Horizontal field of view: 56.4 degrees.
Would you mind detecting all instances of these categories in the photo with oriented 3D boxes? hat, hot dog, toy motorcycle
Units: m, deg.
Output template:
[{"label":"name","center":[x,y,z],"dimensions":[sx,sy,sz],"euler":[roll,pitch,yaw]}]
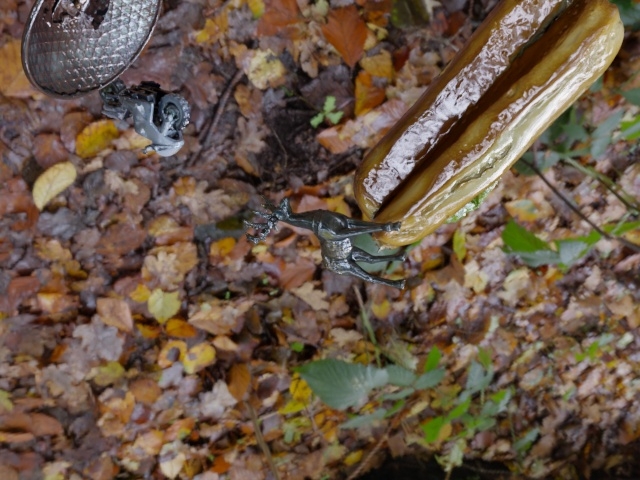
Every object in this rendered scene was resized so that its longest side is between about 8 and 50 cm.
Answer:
[{"label":"hat","center":[-0.269,-0.255,0.652],"dimensions":[0.193,0.082,0.193],"euler":[-51,173,-8]},{"label":"hot dog","center":[0.157,-0.117,0.628],"dimensions":[0.100,0.135,0.337],"euler":[11,129,-46]},{"label":"toy motorcycle","center":[-0.404,-0.286,1.377],"dimensions":[0.106,0.270,0.159],"euler":[-43,145,-47]}]

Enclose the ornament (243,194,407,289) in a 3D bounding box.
[{"label":"ornament","center":[0.000,0.000,0.441],"dimensions":[0.125,0.028,0.073],"euler":[7,141,21]}]
